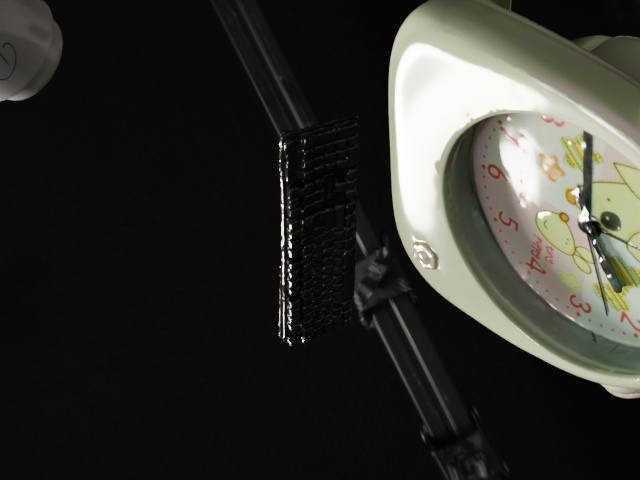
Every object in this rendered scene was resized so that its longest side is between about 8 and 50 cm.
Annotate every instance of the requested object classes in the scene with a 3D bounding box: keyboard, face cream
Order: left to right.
[{"bbox_3d":[-0.254,-0.157,0.737,0.091,0.095,0.091,-11,-112,29],"label":"face cream"},{"bbox_3d":[0.000,0.000,0.813,0.072,0.231,0.023,-15,-137,-18],"label":"keyboard"}]

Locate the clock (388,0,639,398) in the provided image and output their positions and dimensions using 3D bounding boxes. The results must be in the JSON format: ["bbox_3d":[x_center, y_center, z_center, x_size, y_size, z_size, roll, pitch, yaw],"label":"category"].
[{"bbox_3d":[0.112,-0.011,0.380,0.062,0.152,0.191,-36,-128,-28],"label":"clock"}]
